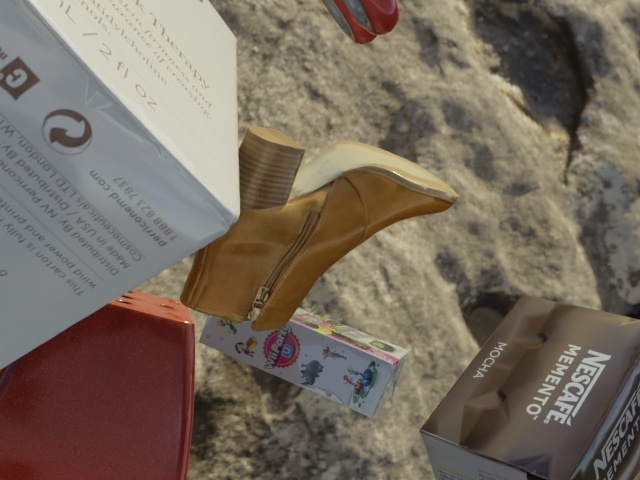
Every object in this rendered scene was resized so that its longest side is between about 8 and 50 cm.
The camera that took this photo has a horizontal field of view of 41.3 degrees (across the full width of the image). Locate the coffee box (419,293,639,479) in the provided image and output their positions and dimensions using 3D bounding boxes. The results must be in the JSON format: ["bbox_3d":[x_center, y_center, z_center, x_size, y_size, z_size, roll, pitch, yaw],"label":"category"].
[{"bbox_3d":[0.202,0.215,0.701,0.168,0.118,0.297,-45,130,-32],"label":"coffee box"}]

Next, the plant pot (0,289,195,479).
[{"bbox_3d":[-0.288,0.182,1.110,0.267,0.267,0.236,15,91,-12],"label":"plant pot"}]

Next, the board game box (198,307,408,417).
[{"bbox_3d":[-0.020,0.178,1.416,0.303,0.224,0.098,20,91,12],"label":"board game box"}]

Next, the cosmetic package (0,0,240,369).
[{"bbox_3d":[-0.300,-0.150,0.810,0.329,0.327,0.394,49,18,-32],"label":"cosmetic package"}]

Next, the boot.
[{"bbox_3d":[0.000,0.000,0.924,0.295,0.104,0.211,8,114,-36],"label":"boot"}]

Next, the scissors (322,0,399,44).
[{"bbox_3d":[-0.048,-0.213,0.391,0.021,0.109,0.297,-36,113,3],"label":"scissors"}]
